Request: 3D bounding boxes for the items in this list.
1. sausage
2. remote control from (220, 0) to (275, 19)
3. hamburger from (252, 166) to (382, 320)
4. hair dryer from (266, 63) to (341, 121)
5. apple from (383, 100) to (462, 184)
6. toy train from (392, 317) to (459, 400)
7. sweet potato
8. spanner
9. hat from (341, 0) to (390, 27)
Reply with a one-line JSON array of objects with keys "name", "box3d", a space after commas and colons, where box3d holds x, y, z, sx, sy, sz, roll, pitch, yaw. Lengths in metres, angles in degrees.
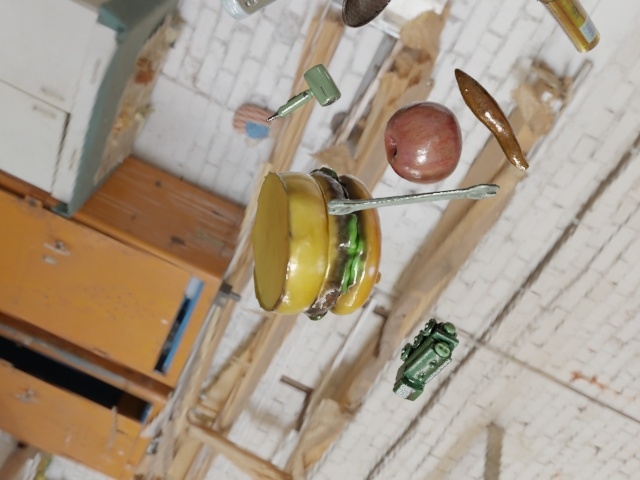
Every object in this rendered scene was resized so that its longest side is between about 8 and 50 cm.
[{"name": "sausage", "box3d": [0.620, -0.541, 1.962, 0.371, 0.082, 0.082, 18, 101, -55]}, {"name": "remote control", "box3d": [-0.143, -0.505, 1.620, 0.047, 0.087, 0.244, -20, -162, 26]}, {"name": "hamburger", "box3d": [0.000, 0.000, 2.028, 0.395, 0.277, 0.396, -179, -90, -69]}, {"name": "hair dryer", "box3d": [-0.040, -0.262, 1.498, 0.150, 0.071, 0.047, -31, 176, 12]}, {"name": "apple", "box3d": [0.179, -0.174, 1.437, 0.153, 0.120, 0.154, 167, -90, -71]}, {"name": "toy train", "box3d": [0.206, 0.228, 1.553, 0.170, 0.071, 0.111, -55, -169, 43]}, {"name": "sweet potato", "box3d": [0.368, -0.263, 1.714, 0.057, 0.265, 0.057, -38, -179, 1]}, {"name": "spanner", "box3d": [0.155, -0.071, 1.374, 0.071, 0.301, 0.018, 40, 46, -72]}, {"name": "hat", "box3d": [0.085, -0.528, 1.600, 0.193, 0.082, 0.193, -43, 160, -19]}]
